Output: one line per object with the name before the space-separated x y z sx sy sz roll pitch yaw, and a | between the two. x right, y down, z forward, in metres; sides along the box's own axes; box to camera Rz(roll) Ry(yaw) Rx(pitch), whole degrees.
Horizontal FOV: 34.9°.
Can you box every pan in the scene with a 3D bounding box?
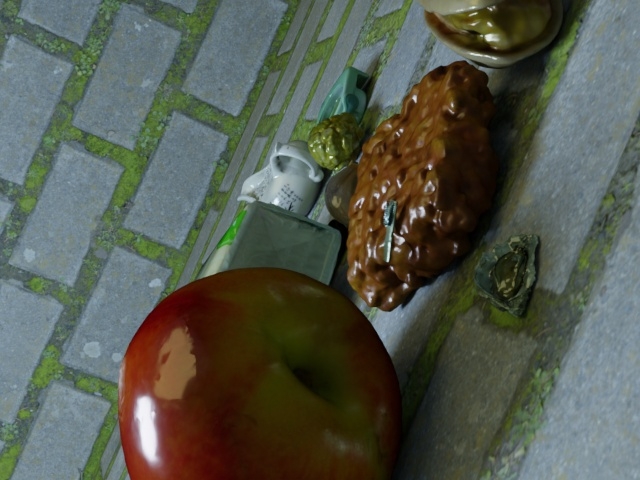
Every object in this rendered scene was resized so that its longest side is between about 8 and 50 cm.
pan | 0.003 0.001 1.931 0.115 0.040 0.212 -64 22 12

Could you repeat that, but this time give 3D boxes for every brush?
brush | 0.090 -0.012 1.345 0.016 0.013 0.084 25 113 56

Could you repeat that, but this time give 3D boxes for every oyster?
oyster | 0.221 0.037 1.164 0.100 0.037 0.098 -48 31 -12

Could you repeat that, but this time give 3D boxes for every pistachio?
pistachio | 0.235 -0.343 1.422 0.188 0.187 0.299 -60 23 22

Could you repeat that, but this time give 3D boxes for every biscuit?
biscuit | 0.143 -0.085 1.449 0.312 0.110 0.318 -45 28 55

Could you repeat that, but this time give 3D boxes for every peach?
peach | -0.083 0.233 1.286 0.388 0.388 0.388 -58 17 29

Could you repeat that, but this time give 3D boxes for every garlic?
garlic | 0.042 -0.082 1.872 0.084 0.066 0.152 -38 29 57

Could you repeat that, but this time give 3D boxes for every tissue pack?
tissue pack | -0.146 0.150 1.810 0.405 0.205 0.332 132 160 -66

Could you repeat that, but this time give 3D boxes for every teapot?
teapot | -0.079 -0.133 2.218 0.208 0.165 0.300 -61 1 -28

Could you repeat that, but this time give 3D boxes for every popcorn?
popcorn | 0.034 -0.192 2.021 0.121 0.116 0.106 -94 -12 -67

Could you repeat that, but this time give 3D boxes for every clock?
clock | 0.044 -0.266 2.162 0.148 0.060 0.189 -51 21 42
